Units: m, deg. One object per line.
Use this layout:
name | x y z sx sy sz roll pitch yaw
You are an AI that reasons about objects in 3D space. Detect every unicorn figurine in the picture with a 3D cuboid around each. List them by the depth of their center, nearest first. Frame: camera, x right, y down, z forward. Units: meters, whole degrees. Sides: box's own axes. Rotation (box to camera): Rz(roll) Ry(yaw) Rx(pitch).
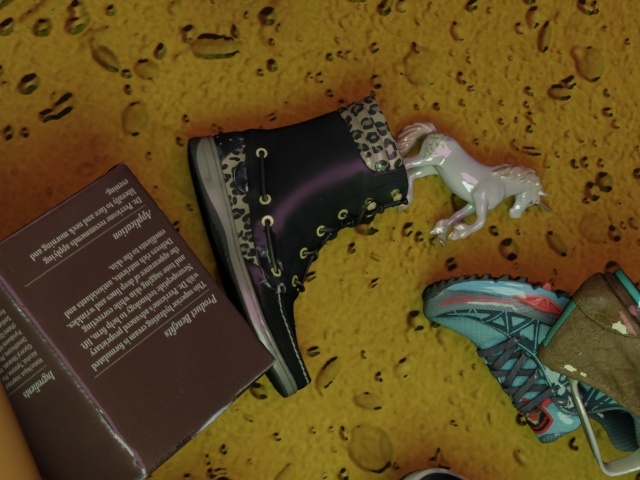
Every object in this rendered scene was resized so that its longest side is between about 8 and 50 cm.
unicorn figurine | 0.131 -0.048 1.492 0.162 0.060 0.111 45 74 -7

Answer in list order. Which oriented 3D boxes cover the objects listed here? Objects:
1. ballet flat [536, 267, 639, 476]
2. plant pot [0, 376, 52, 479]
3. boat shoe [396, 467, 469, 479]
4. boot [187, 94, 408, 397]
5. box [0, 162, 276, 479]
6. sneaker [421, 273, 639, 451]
ballet flat | 0.302 0.172 1.414 0.124 0.116 0.342 -39 115 10
plant pot | -0.326 0.156 1.147 0.290 0.291 0.204 -9 97 -19
boat shoe | 0.251 0.357 1.366 0.500 0.156 0.187 43 44 -7
boot | 0.000 -0.001 1.415 0.178 0.085 0.236 -18 80 -9
box | -0.183 0.085 1.284 0.203 0.167 0.168 54 45 -1
sneaker | 0.204 0.113 1.458 0.261 0.104 0.125 21 75 -12
